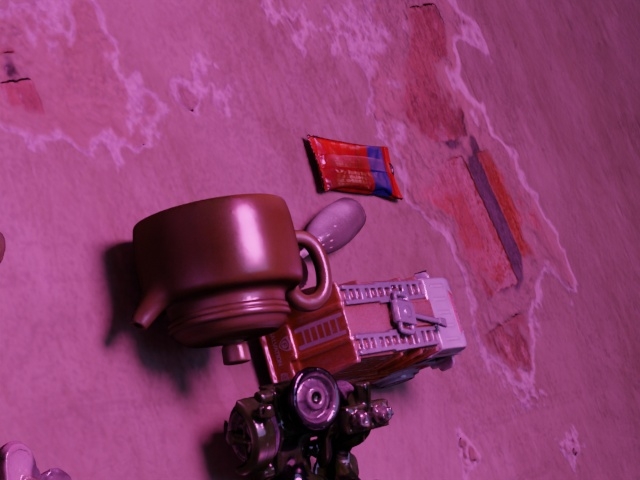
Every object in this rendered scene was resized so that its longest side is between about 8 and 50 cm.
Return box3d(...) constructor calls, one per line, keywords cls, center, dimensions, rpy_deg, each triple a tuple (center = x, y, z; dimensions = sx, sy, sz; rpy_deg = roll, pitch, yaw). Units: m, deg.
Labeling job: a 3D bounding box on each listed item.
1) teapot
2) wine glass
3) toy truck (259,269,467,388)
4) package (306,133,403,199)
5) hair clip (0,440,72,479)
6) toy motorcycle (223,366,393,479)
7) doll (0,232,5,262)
box3d(cls="teapot", center=(-0.099, 0.052, 1.823), dimensions=(0.267, 0.185, 0.175), rpy_deg=(-5, 80, -33))
box3d(cls="wine glass", center=(0.000, 0.000, 2.104), dimensions=(0.066, 0.066, 0.198), rpy_deg=(62, 34, -8))
box3d(cls="toy truck", center=(0.064, 0.112, 2.038), dimensions=(0.305, 0.162, 0.136), rpy_deg=(-1, 72, -54))
box3d(cls="package", center=(0.050, -0.101, 2.268), dimensions=(0.200, 0.022, 0.083), rpy_deg=(5, 68, -54))
box3d(cls="hair clip", center=(-0.283, 0.319, 1.532), dimensions=(0.146, 0.075, 0.257), rpy_deg=(33, 40, -43))
box3d(cls="toy motorcycle", center=(-0.004, 0.274, 1.862), dimensions=(0.205, 0.127, 0.275), rpy_deg=(-10, 98, -38))
box3d(cls="doll", center=(-0.448, 0.133, 1.328), dimensions=(0.378, 0.252, 0.382), rpy_deg=(12, 60, -10))
